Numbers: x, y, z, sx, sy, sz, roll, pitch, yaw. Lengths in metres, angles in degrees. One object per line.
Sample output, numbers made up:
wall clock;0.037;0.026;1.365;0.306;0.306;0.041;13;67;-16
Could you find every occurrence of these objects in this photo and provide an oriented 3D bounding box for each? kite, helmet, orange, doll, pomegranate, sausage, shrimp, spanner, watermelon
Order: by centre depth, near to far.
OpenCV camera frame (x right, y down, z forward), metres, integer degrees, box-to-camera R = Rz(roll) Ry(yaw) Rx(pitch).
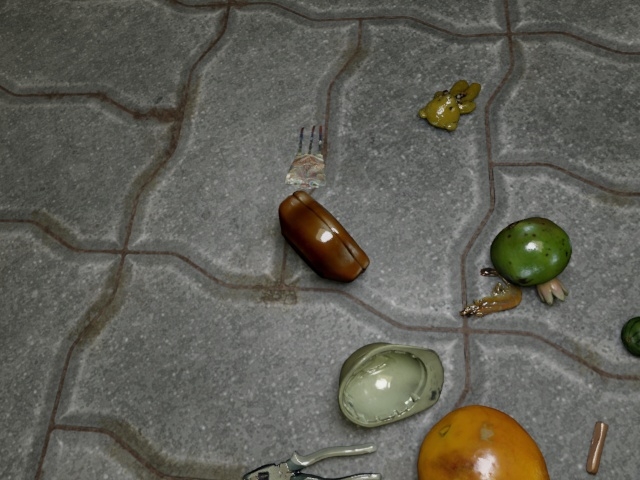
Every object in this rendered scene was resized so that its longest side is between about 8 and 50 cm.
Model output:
orange;0.328;0.476;0.889;0.261;0.261;0.261;-2;69;6
sausage;0.629;0.472;0.980;0.026;0.026;0.116;21;74;13
watermelon;0.773;0.226;1.015;0.109;0.109;0.108;-2;69;6
spanner;-0.022;0.546;1.019;0.325;0.040;0.095;-8;68;2
helmet;0.148;0.319;1.036;0.258;0.137;0.204;-7;106;-13
pomegranate;0.537;0.054;1.077;0.187;0.187;0.225;-30;95;-5
shrimp;0.433;0.132;1.124;0.178;0.034;0.124;-15;66;-1
doll;0.401;-0.427;1.306;0.137;0.097;0.209;32;71;22
kite;-0.041;-0.263;1.336;0.127;0.016;0.229;2;70;4

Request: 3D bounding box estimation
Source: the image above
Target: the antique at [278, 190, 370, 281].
antique;0.000;0.000;1.121;0.129;0.223;0.278;-42;86;-8
